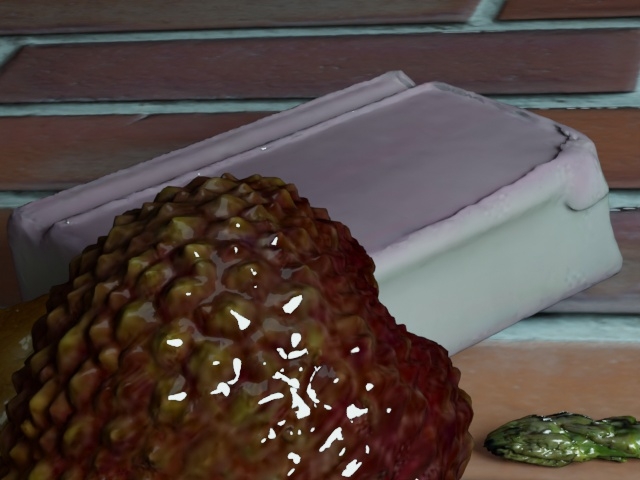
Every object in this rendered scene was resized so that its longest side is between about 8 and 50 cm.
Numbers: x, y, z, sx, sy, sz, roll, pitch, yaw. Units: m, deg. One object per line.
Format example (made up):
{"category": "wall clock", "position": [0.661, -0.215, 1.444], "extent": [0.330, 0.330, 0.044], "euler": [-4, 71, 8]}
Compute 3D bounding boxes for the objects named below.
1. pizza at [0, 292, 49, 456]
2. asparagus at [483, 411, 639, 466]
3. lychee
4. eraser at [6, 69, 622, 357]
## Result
{"category": "pizza", "position": [-0.245, 0.119, 1.128], "extent": [0.289, 0.081, 0.229], "euler": [-39, 32, -28]}
{"category": "asparagus", "position": [0.181, 0.119, 1.096], "extent": [0.165, 0.030, 0.036], "euler": [-1, 49, 8]}
{"category": "lychee", "position": [-0.061, 0.106, 0.963], "extent": [0.271, 0.271, 0.271], "euler": [-6, 24, 3]}
{"category": "eraser", "position": [0.000, 0.000, 1.298], "extent": [0.359, 0.122, 0.272], "euler": [-23, 29, -31]}
